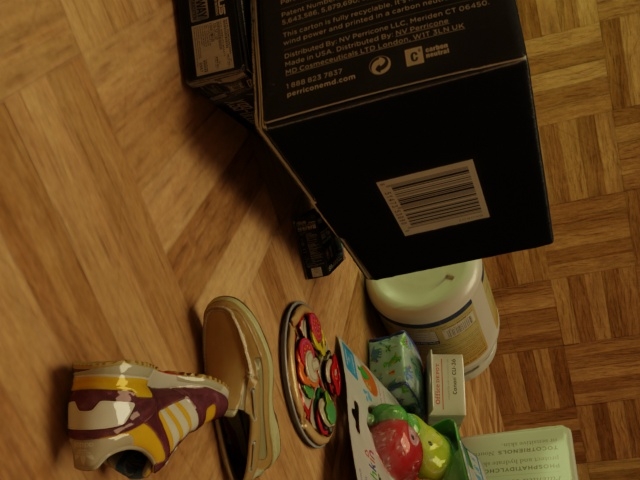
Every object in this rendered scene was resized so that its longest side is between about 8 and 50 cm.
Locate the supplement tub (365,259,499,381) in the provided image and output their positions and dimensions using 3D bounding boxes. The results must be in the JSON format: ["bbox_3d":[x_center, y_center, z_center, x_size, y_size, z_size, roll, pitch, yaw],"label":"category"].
[{"bbox_3d":[0.236,0.135,1.614,0.316,0.228,0.228,61,23,-48],"label":"supplement tub"}]

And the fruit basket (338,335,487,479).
[{"bbox_3d":[0.144,0.354,1.241,0.353,0.165,0.327,57,15,-33],"label":"fruit basket"}]

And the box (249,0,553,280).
[{"bbox_3d":[0.118,-0.263,1.084,0.480,0.297,0.472,51,29,-61],"label":"box"}]

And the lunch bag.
[{"bbox_3d":[0.147,0.262,1.460,0.151,0.096,0.129,53,28,-37],"label":"lunch bag"}]

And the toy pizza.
[{"bbox_3d":[-0.006,0.180,1.093,0.201,0.032,0.201,-11,90,-75],"label":"toy pizza"}]

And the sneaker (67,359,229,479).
[{"bbox_3d":[-0.133,0.144,0.626,0.185,0.069,0.084,33,57,-61],"label":"sneaker"}]

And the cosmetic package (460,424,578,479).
[{"bbox_3d":[0.326,0.602,1.430,0.394,0.327,0.330,-77,152,-54],"label":"cosmetic package"}]

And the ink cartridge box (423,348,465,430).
[{"bbox_3d":[0.226,0.280,1.463,0.198,0.067,0.115,82,8,-64],"label":"ink cartridge box"}]

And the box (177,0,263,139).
[{"bbox_3d":[-0.102,-0.306,1.005,0.242,0.076,0.308,27,53,-71],"label":"box"}]

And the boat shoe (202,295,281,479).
[{"bbox_3d":[-0.084,0.151,0.788,0.072,0.068,0.190,-34,113,-61],"label":"boat shoe"}]

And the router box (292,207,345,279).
[{"bbox_3d":[0.000,0.000,1.225,0.122,0.038,0.092,-41,118,-72],"label":"router box"}]
